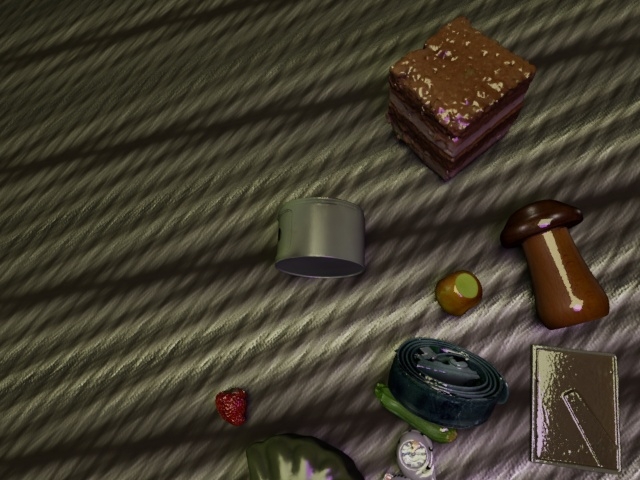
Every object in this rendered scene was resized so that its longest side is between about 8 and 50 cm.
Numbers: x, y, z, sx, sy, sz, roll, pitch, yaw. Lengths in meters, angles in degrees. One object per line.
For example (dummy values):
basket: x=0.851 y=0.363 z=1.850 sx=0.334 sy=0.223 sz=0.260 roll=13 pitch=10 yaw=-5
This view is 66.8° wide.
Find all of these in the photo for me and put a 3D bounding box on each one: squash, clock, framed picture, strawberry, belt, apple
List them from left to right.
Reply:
strawberry: x=-0.219 y=0.417 z=1.220 sx=0.083 sy=0.083 sz=0.096 roll=-29 pitch=77 yaw=0
clock: x=0.203 y=0.525 z=1.108 sx=0.117 sy=0.080 sz=0.176 roll=-4 pitch=73 yaw=8
squash: x=0.220 y=0.395 z=1.130 sx=0.219 sy=0.077 sz=0.068 roll=24 pitch=107 yaw=36
belt: x=0.287 y=0.322 z=1.095 sx=0.267 sy=0.206 sz=0.116 roll=15 pitch=114 yaw=9
apple: x=0.342 y=0.131 z=1.199 sx=0.114 sy=0.099 sz=0.102 roll=-17 pitch=70 yaw=-22
framed picture: x=0.585 y=0.384 z=1.119 sx=0.192 sy=0.018 sz=0.265 roll=5 pitch=73 yaw=11

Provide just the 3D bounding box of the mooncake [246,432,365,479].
mooncake: x=-0.057 y=0.615 z=1.072 sx=0.351 sy=0.187 sz=0.351 roll=-3 pitch=70 yaw=8

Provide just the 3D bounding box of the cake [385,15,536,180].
cake: x=0.345 y=-0.355 z=1.249 sx=0.282 sy=0.290 sz=0.256 roll=-38 pitch=72 yaw=-4

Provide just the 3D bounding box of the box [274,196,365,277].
box: x=0.000 y=0.000 z=1.231 sx=0.226 sy=0.226 sz=0.149 roll=-1 pitch=72 yaw=10

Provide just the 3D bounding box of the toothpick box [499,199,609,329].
toothpick box: x=0.551 y=0.051 z=1.147 sx=0.192 sy=0.192 sz=0.294 roll=-17 pitch=77 yaw=4
